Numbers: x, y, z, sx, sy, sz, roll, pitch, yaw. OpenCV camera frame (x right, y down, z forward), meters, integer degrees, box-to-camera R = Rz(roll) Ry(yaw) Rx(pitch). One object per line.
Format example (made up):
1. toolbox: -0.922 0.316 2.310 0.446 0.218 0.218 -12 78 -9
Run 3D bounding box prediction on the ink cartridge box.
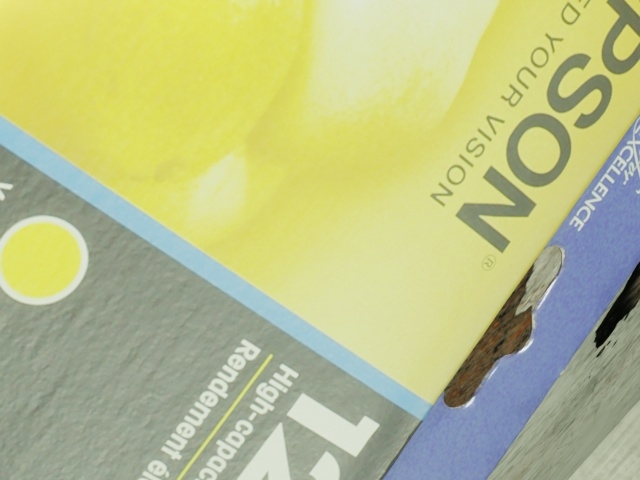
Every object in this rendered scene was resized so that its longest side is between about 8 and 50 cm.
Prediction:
1. ink cartridge box: 0.004 -0.015 0.438 0.307 0.072 0.303 35 90 -28
